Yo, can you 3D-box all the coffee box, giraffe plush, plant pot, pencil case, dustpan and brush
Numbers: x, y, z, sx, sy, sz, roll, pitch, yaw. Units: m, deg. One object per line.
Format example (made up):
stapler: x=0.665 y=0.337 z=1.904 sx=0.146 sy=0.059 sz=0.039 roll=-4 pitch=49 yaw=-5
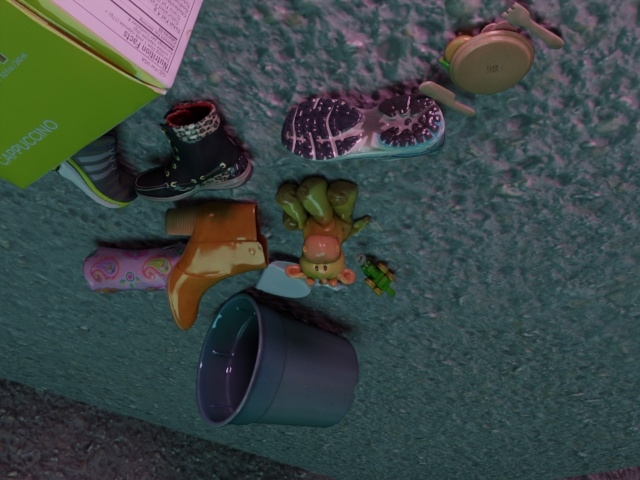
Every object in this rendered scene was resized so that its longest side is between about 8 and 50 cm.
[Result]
coffee box: x=-0.361 y=-0.317 z=0.792 sx=0.338 sy=0.334 sz=0.338 roll=-20 pitch=138 yaw=38
giraffe plush: x=0.000 y=0.000 z=1.358 sx=0.181 sy=0.170 sz=0.210 roll=-9 pitch=144 yaw=25
plant pot: x=-0.101 y=0.343 z=1.809 sx=0.334 sy=0.341 sz=0.341 roll=18 pitch=148 yaw=-29
pencil case: x=-0.412 y=0.067 z=1.623 sx=0.284 sy=0.124 sz=0.124 roll=-3 pitch=146 yaw=16
dustpan and brush: x=-0.037 y=0.100 z=1.645 sx=0.211 sy=0.060 sz=0.147 roll=21 pitch=148 yaw=-7

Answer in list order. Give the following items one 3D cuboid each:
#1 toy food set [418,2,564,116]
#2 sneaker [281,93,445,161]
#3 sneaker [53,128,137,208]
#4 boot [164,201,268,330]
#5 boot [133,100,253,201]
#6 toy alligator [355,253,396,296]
toy food set: x=0.248 y=-0.268 z=1.009 sx=0.132 sy=0.038 sz=0.192 roll=21 pitch=141 yaw=-31
sneaker: x=0.071 y=-0.167 z=1.142 sx=0.283 sy=0.110 sz=0.122 roll=4 pitch=168 yaw=23
sneaker: x=-0.414 y=-0.156 z=1.270 sx=0.121 sy=0.111 sz=0.300 roll=-37 pitch=155 yaw=3
boot: x=-0.216 y=0.062 z=1.465 sx=0.211 sy=0.104 sz=0.295 roll=2 pitch=108 yaw=7
boot: x=-0.260 y=-0.162 z=1.251 sx=0.236 sy=0.085 sz=0.178 roll=-8 pitch=143 yaw=14
toy alligator: x=0.116 y=0.071 z=1.560 sx=0.051 sy=0.056 sz=0.189 roll=36 pitch=173 yaw=46
